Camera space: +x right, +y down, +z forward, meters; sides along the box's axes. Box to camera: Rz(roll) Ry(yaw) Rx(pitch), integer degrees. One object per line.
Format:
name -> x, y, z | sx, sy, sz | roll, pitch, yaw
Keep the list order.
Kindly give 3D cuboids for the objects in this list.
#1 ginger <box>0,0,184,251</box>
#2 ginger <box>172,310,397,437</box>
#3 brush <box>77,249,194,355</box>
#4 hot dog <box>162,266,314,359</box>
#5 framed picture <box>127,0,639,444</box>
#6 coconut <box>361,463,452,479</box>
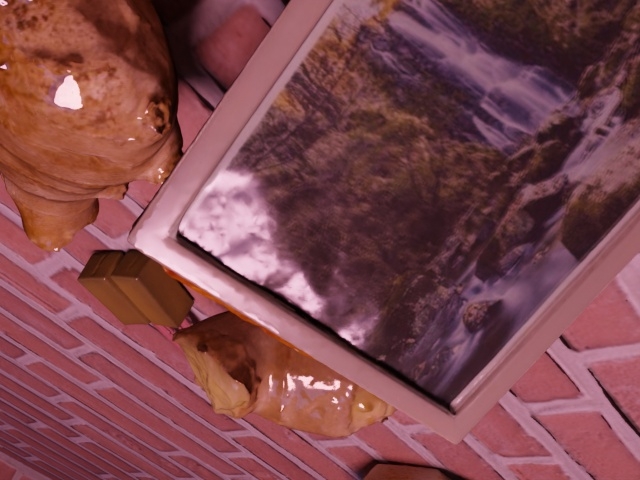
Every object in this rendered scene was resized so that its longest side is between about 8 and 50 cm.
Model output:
ginger -> -0.235, -0.105, 0.473 | 0.236, 0.166, 0.375 | 36, 142, -25
ginger -> -0.034, 0.144, 0.696 | 0.267, 0.152, 0.138 | 8, 117, -9
brush -> -0.203, 0.105, 0.808 | 0.103, 0.047, 0.233 | 0, 138, 28
hot dog -> 0.000, 0.000, 0.480 | 0.150, 0.153, 0.256 | 10, 159, 35
framed picture -> 0.086, -0.060, 0.320 | 0.240, 0.020, 0.324 | 36, 105, -15
coconut -> 0.132, 0.466, 0.961 | 0.236, 0.197, 0.237 | 11, 145, 8
